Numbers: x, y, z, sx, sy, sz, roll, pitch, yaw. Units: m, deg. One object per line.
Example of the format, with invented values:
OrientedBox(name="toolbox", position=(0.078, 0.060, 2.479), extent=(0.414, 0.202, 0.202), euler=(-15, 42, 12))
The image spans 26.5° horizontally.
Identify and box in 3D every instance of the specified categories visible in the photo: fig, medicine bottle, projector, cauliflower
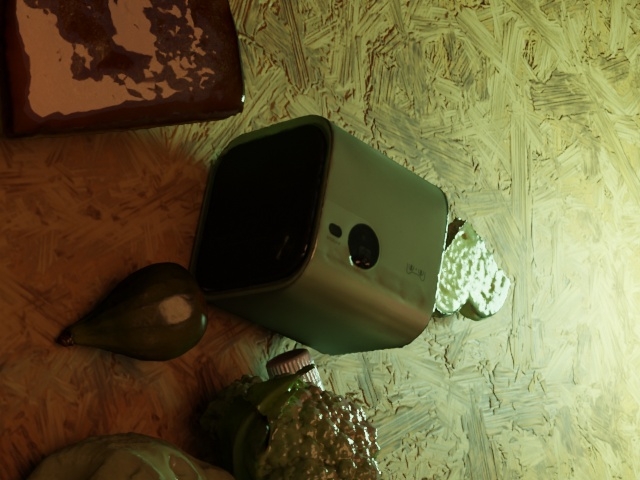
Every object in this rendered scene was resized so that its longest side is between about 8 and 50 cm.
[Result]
OrientedBox(name="fig", position=(-0.230, 0.110, 1.731), extent=(0.184, 0.133, 0.127), euler=(-34, 130, -4))
OrientedBox(name="medicine bottle", position=(-0.014, 0.256, 1.924), extent=(0.083, 0.083, 0.203), euler=(-26, 102, -45))
OrientedBox(name="projector", position=(0.000, 0.000, 1.869), extent=(0.249, 0.248, 0.249), euler=(28, 63, -39))
OrientedBox(name="cauliflower", position=(-0.054, 0.308, 1.799), extent=(0.256, 0.315, 0.239), euler=(28, 25, 7))

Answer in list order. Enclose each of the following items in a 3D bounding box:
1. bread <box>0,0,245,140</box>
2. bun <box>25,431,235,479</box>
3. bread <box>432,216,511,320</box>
OrientedBox(name="bread", position=(-0.277, -0.290, 1.685), extent=(0.333, 0.143, 0.324), euler=(-10, 91, -35))
OrientedBox(name="bun", position=(-0.208, 0.396, 1.608), extent=(0.359, 0.211, 0.360), euler=(11, 74, -45))
OrientedBox(name="bread", position=(0.216, 0.047, 2.213), extent=(0.232, 0.064, 0.173), euler=(2, 80, -47))
